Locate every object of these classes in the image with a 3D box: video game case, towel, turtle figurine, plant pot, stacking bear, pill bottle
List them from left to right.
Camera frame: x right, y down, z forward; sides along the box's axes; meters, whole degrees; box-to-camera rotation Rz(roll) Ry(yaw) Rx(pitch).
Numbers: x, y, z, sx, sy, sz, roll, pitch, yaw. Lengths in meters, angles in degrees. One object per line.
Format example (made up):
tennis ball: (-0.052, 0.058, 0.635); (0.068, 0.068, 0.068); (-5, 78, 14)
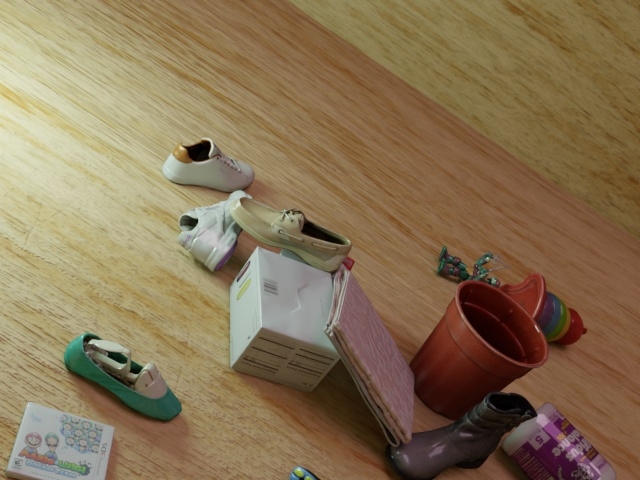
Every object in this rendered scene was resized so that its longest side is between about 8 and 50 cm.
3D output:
video game case: (-0.433, 0.352, 1.324); (0.157, 0.019, 0.143); (22, 33, -20)
towel: (0.115, 0.256, 1.780); (0.331, 0.053, 0.317); (59, 16, -13)
plant pot: (0.371, 0.287, 1.945); (0.273, 0.265, 0.272); (25, 32, -17)
turtle figurine: (0.484, 0.097, 2.454); (0.234, 0.118, 0.175); (18, 17, 0)
stacking bear: (0.706, 0.239, 2.443); (0.289, 0.175, 0.164); (26, 53, -33)
pill bottle: (0.597, 0.553, 1.893); (0.301, 0.169, 0.169); (47, 33, 20)

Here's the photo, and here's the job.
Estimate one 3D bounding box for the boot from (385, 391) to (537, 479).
boot: (0.315, 0.419, 1.752); (0.338, 0.222, 0.118); (0, 46, -44)

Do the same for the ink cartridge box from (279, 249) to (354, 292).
ink cartridge box: (-0.029, 0.075, 1.978); (0.176, 0.127, 0.128); (34, 31, -2)

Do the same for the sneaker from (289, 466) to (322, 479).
sneaker: (0.017, 0.507, 1.518); (0.188, 0.067, 0.078); (36, 10, 5)

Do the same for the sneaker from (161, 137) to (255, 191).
sneaker: (-0.278, -0.208, 2.132); (0.290, 0.123, 0.106); (-1, 44, -46)

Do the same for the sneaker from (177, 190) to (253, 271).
sneaker: (-0.258, -0.056, 1.949); (0.152, 0.114, 0.305); (31, 31, -9)

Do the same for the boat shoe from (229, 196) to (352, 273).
boat shoe: (-0.069, -0.033, 1.873); (0.302, 0.098, 0.109); (29, 33, -5)

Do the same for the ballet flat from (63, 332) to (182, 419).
ballet flat: (-0.359, 0.250, 1.467); (0.247, 0.087, 0.083); (31, 31, -8)

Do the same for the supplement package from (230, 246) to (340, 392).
supplement package: (-0.084, 0.176, 1.774); (0.204, 0.145, 0.261); (21, 33, -23)
